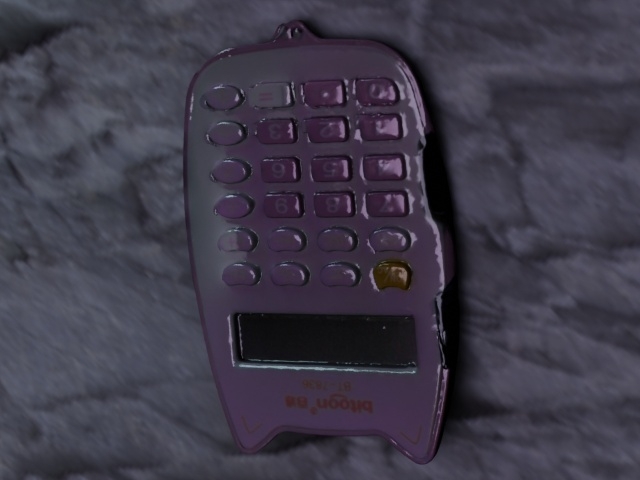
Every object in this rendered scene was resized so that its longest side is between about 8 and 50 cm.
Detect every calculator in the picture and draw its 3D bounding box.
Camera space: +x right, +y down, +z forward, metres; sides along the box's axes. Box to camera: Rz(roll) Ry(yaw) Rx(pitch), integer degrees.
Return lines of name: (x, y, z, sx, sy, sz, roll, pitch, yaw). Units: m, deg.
calculator: (0.001, 0.000, 1.306, 0.194, 0.043, 0.294, 0, 102, 29)
